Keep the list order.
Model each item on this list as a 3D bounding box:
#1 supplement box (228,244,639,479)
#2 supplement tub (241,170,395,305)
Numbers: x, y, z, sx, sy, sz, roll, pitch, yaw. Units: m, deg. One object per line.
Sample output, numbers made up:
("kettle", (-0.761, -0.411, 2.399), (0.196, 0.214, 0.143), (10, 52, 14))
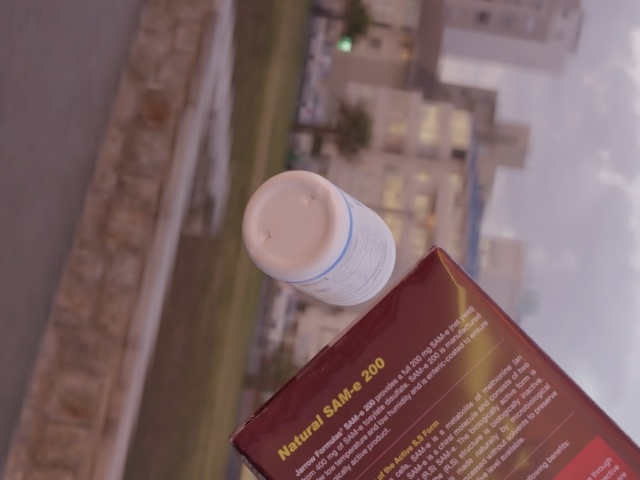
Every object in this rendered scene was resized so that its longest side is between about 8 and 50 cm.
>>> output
("supplement box", (0.087, 0.134, 0.768), (0.130, 0.239, 0.073), (-42, 171, -10))
("supplement tub", (0.000, 0.000, 1.104), (0.107, 0.071, 0.071), (29, 68, -67))
